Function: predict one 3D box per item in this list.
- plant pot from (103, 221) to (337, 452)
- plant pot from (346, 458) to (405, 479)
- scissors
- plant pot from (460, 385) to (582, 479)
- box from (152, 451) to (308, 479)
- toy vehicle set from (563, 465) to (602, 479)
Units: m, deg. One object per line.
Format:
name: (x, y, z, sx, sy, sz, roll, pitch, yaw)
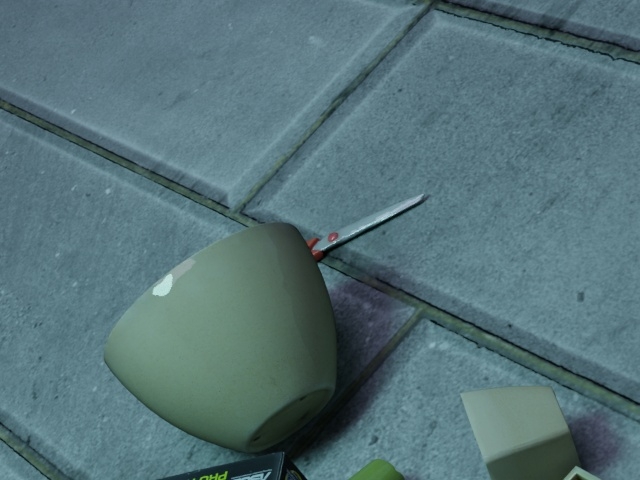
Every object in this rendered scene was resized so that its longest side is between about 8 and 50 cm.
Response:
plant pot: (-0.090, 0.141, 2.101, 0.284, 0.284, 0.191, -37, 70, 1)
plant pot: (0.054, 0.287, 1.953, 0.083, 0.083, 0.079, 12, 45, 46)
scissors: (0.000, 0.000, 2.349, 0.297, 0.021, 0.109, -36, 34, 4)
plant pot: (0.218, 0.217, 1.868, 0.096, 0.109, 0.109, -20, 38, 3)
box: (-0.104, 0.337, 1.903, 0.270, 0.216, 0.060, -15, 40, 26)
toy vehicle set: (0.294, 0.340, 1.720, 0.166, 0.035, 0.267, -47, 37, -13)
